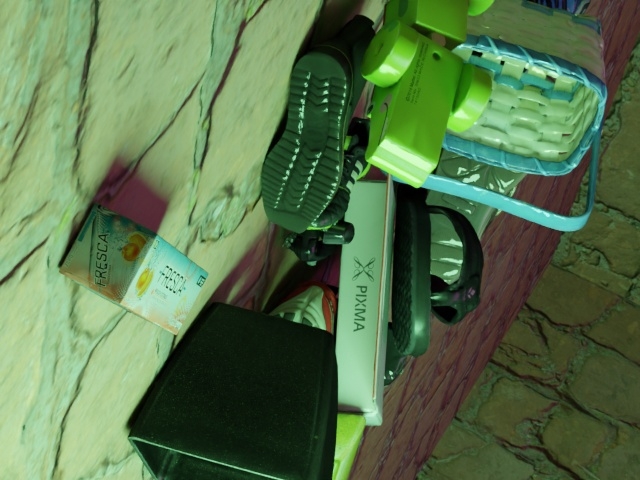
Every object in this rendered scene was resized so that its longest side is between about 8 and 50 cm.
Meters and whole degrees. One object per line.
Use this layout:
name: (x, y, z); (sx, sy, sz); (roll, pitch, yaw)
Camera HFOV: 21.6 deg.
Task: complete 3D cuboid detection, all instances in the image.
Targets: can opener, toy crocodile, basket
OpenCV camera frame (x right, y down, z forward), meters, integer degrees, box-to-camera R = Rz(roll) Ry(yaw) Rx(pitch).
can opener: (0.000, 0.000, 1.865); (0.186, 0.073, 0.059); (21, 88, -86)
toy crocodile: (0.100, -0.204, 1.631); (0.105, 0.115, 0.340); (-32, -139, 53)
basket: (0.223, -0.152, 2.005); (0.201, 0.255, 0.289); (105, 6, -49)

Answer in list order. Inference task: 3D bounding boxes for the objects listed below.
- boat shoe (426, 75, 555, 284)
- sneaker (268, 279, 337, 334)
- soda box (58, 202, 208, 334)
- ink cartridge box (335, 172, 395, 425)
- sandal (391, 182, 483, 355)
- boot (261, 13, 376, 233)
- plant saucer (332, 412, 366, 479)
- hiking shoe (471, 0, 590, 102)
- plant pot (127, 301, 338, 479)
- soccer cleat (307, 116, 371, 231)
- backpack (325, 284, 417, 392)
boat shoe: (0.227, -0.098, 2.464); (0.355, 0.132, 0.130); (-56, 178, 7)
sneaker: (-0.028, 0.166, 1.981); (0.118, 0.107, 0.279); (-56, 166, -51)
soda box: (-0.145, 0.025, 1.333); (0.063, 0.058, 0.183); (-62, 168, -6)
ink cartridge box: (0.048, 0.063, 1.912); (0.239, 0.060, 0.275); (69, 25, -77)
sandal: (0.144, 0.016, 2.072); (0.446, 0.107, 0.167); (-82, 175, -74)
boot: (0.010, -0.116, 1.650); (0.137, 0.077, 0.198); (-53, 165, -57)
plant saucer: (-0.056, 0.270, 1.887); (0.045, 0.188, 0.188); (-99, -160, -49)
hiking shoe: (0.294, -0.325, 2.254); (0.304, 0.113, 0.132); (-59, 167, -17)
plant pot: (-0.068, 0.168, 1.683); (0.188, 0.187, 0.167); (80, 26, -69)
soccer cleat: (0.013, -0.073, 1.787); (0.179, 0.060, 0.072); (-57, 157, -54)
backpack: (0.036, 0.140, 2.134); (0.115, 0.152, 0.182); (-53, 176, -10)
